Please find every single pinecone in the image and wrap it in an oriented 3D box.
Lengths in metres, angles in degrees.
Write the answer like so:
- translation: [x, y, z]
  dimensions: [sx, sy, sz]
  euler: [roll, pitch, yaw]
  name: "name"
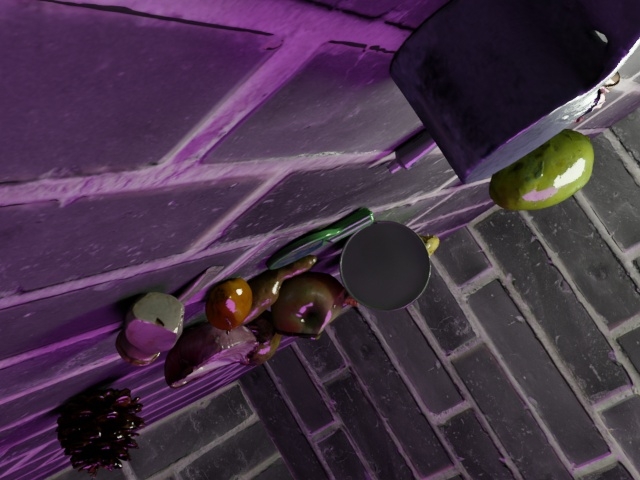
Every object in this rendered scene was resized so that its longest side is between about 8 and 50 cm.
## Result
- translation: [-0.526, 0.463, 1.773]
  dimensions: [0.221, 0.221, 0.221]
  euler: [-31, 171, -6]
  name: "pinecone"

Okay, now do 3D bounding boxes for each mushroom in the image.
- translation: [-0.288, 0.151, 1.255]
  dimensions: [0.108, 0.096, 0.247]
  euler: [-52, -176, -27]
  name: "mushroom"

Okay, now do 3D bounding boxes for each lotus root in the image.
- translation: [-0.174, 0.258, 1.998]
  dimensions: [0.154, 0.154, 0.278]
  euler: [-28, 169, -22]
  name: "lotus root"

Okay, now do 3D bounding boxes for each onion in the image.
- translation: [-0.264, 0.265, 1.809]
  dimensions: [0.227, 0.120, 0.283]
  euler: [-32, 163, 18]
  name: "onion"

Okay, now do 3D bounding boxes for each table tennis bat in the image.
- translation: [0.000, 0.000, 1.576]
  dimensions: [0.257, 0.039, 0.160]
  euler: [-28, 172, -9]
  name: "table tennis bat"

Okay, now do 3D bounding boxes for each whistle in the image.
- translation: [0.243, -0.218, 0.816]
  dimensions: [0.188, 0.168, 0.405]
  euler: [-22, 167, -43]
  name: "whistle"

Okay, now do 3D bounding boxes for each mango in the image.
- translation: [-0.184, 0.131, 1.514]
  dimensions: [0.105, 0.084, 0.159]
  euler: [-34, 172, -23]
  name: "mango"

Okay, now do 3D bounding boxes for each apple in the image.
- translation: [-0.034, 0.164, 1.906]
  dimensions: [0.207, 0.173, 0.188]
  euler: [-37, -170, 14]
  name: "apple"

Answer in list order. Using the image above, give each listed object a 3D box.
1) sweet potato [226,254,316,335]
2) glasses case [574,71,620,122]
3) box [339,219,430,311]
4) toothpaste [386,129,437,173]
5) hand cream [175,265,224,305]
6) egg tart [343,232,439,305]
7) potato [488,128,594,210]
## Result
- translation: [-0.122, 0.108, 1.641]
  dimensions: [0.269, 0.074, 0.075]
  euler: [-40, 173, -17]
  name: "sweet potato"
- translation: [0.618, -0.329, 1.741]
  dimensions: [0.193, 0.070, 0.102]
  euler: [-39, 167, 36]
  name: "glasses case"
- translation: [0.169, 0.069, 1.872]
  dimensions: [0.226, 0.226, 0.149]
  euler: [-33, 170, 5]
  name: "box"
- translation: [0.206, -0.186, 1.268]
  dimensions: [0.218, 0.041, 0.064]
  euler: [-36, -179, 9]
  name: "toothpaste"
- translation: [-0.244, 0.098, 1.338]
  dimensions: [0.165, 0.037, 0.057]
  euler: [-42, 168, 15]
  name: "hand cream"
- translation: [0.179, 0.060, 2.100]
  dimensions: [0.341, 0.132, 0.341]
  euler: [-33, -178, 1]
  name: "egg tart"
- translation: [0.623, -0.193, 2.060]
  dimensions: [0.304, 0.215, 0.216]
  euler: [-33, 171, -10]
  name: "potato"
